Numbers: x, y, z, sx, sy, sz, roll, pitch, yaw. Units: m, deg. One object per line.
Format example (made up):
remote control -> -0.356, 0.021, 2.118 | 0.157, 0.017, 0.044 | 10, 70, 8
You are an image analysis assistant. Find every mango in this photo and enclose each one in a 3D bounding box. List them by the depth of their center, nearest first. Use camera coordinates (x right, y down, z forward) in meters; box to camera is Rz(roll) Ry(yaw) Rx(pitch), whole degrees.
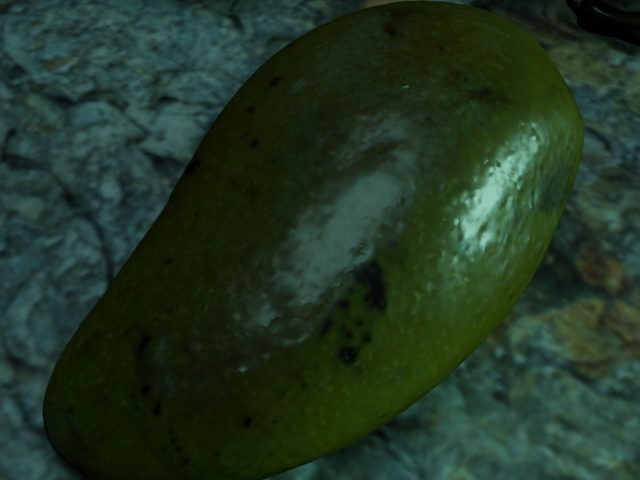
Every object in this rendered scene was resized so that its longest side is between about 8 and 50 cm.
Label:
mango -> 0.006, -0.002, 0.565 | 0.177, 0.175, 0.329 | -10, 30, 50

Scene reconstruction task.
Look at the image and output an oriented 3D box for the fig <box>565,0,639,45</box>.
fig -> 0.249, -0.274, 0.781 | 0.214, 0.235, 0.235 | -27, 47, 22
